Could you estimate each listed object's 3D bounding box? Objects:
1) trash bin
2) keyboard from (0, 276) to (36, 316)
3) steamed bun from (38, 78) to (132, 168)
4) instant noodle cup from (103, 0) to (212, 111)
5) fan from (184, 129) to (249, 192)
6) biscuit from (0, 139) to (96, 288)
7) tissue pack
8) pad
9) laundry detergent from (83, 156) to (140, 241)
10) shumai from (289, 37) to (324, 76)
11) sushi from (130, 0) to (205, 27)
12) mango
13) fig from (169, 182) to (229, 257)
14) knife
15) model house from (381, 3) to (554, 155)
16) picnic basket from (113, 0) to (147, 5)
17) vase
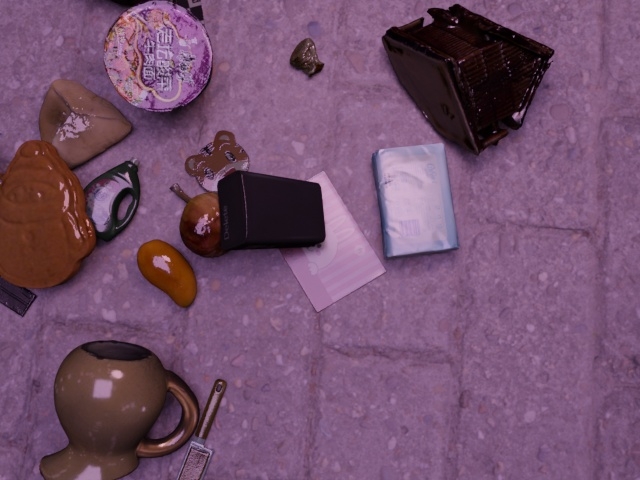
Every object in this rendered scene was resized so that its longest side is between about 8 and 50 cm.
[{"bbox_3d":[-0.111,-0.063,1.547,0.226,0.115,0.165,2,78,-38],"label":"trash bin"},{"bbox_3d":[-0.794,0.110,1.646,0.198,0.010,0.063,31,85,6],"label":"keyboard"},{"bbox_3d":[-0.618,-0.302,1.657,0.231,0.110,0.212,-35,82,-6],"label":"steamed bun"},{"bbox_3d":[-0.369,-0.428,1.607,0.251,0.190,0.251,0,97,-1],"label":"instant noodle cup"},{"bbox_3d":[-0.224,-0.158,1.670,0.152,0.008,0.226,-40,80,-5],"label":"fan"},{"bbox_3d":[-0.694,-0.055,1.600,0.312,0.057,0.351,-15,86,16],"label":"biscuit"},{"bbox_3d":[0.225,-0.092,1.611,0.177,0.089,0.263,-7,79,-1],"label":"tissue pack"},{"bbox_3d":[0.000,0.000,1.643,0.202,0.005,0.299,-30,82,-3],"label":"pad"},{"bbox_3d":[-0.506,-0.109,1.648,0.137,0.063,0.211,35,81,3],"label":"laundry detergent"},{"bbox_3d":[-0.026,-0.459,1.694,0.080,0.082,0.083,27,116,-28],"label":"shumai"},{"bbox_3d":[-0.399,-0.567,1.719,0.192,0.050,0.215,-10,81,0],"label":"sushi"},{"bbox_3d":[-0.363,0.076,1.603,0.102,0.085,0.184,-41,88,-4],"label":"mango"},{"bbox_3d":[-0.278,-0.072,1.598,0.160,0.143,0.230,-16,71,-33],"label":"fig"},{"bbox_3d":[-0.281,0.493,1.564,0.061,0.027,0.343,21,82,1],"label":"knife"},{"bbox_3d":[0.367,-0.420,1.620,0.283,0.297,0.317,-35,44,-13],"label":"model house"},{"bbox_3d":[-0.479,-0.734,1.695,0.223,0.129,0.296,19,82,16],"label":"picnic basket"},{"bbox_3d":[-0.435,0.394,1.505,0.329,0.241,0.302,10,94,-21],"label":"vase"}]
